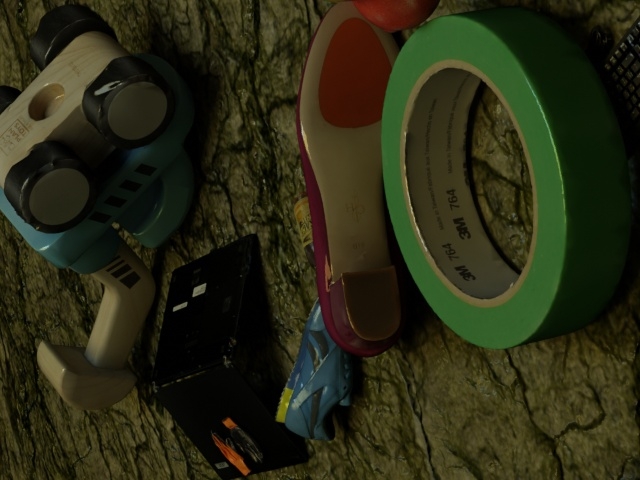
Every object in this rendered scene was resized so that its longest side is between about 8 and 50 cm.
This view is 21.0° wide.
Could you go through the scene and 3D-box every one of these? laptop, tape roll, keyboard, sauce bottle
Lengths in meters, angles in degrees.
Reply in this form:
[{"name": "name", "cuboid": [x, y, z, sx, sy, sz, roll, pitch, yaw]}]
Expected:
[{"name": "laptop", "cuboid": [-0.108, 0.154, 2.219, 0.234, 0.137, 0.264, -23, 53, 56]}, {"name": "tape roll", "cuboid": [0.168, -0.059, 1.640, 0.321, 0.077, 0.321, 35, 131, 54]}, {"name": "keyboard", "cuboid": [0.260, -0.136, 1.558, 0.108, 0.023, 0.180, 64, 143, 25]}, {"name": "sauce bottle", "cuboid": [0.000, 0.000, 1.955, 0.042, 0.042, 0.128, 114, 149, -41]}]

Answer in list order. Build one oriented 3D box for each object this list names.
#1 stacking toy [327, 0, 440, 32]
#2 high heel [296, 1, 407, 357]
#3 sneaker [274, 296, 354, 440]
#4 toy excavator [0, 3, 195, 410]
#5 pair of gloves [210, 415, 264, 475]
[{"name": "stacking toy", "cuboid": [0.128, -0.354, 1.612, 0.309, 0.130, 0.279, -27, 47, 33]}, {"name": "high heel", "cuboid": [0.032, -0.063, 1.867, 0.181, 0.127, 0.377, 120, 151, -81]}, {"name": "sneaker", "cuboid": [0.014, 0.135, 1.989, 0.082, 0.069, 0.209, 22, 111, 13]}, {"name": "toy excavator", "cuboid": [-0.289, -0.018, 2.287, 0.433, 0.445, 0.222, -47, 44, -1]}, {"name": "pair of gloves", "cuboid": [-0.105, 0.260, 2.188, 0.074, 0.010, 0.083, 47, 146, 3]}]
